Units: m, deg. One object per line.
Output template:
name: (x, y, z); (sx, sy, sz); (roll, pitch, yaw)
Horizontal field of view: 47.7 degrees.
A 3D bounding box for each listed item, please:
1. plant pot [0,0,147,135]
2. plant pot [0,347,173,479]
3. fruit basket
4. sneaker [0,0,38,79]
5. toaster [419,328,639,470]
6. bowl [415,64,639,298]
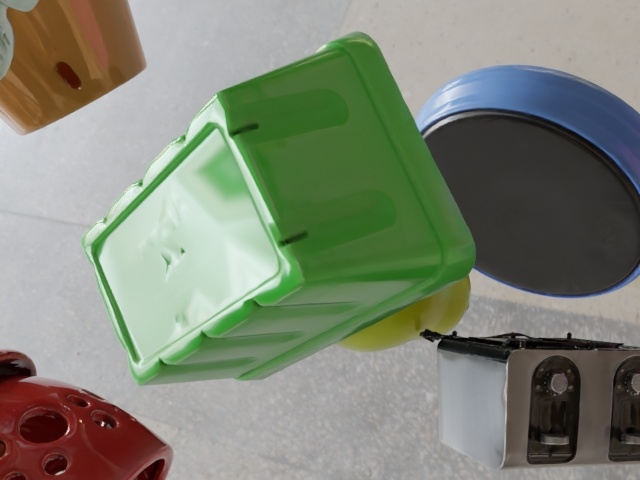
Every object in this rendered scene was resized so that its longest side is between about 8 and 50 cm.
plant pot: (-0.366, -0.276, 0.961); (0.290, 0.204, 0.291); (-25, 22, 10)
plant pot: (-0.238, 0.194, 0.563); (0.174, 0.191, 0.191); (31, 77, 12)
fruit basket: (0.000, 0.000, 0.752); (0.392, 0.392, 0.283); (-26, 80, 7)
sneaker: (-0.273, -0.247, 0.646); (0.137, 0.366, 0.210); (23, 95, 15)
toaster: (0.203, 0.142, 0.671); (0.167, 0.185, 0.110); (4, 86, -14)
bowl: (0.294, -0.064, 1.030); (0.391, 0.391, 0.077); (19, 56, 29)
